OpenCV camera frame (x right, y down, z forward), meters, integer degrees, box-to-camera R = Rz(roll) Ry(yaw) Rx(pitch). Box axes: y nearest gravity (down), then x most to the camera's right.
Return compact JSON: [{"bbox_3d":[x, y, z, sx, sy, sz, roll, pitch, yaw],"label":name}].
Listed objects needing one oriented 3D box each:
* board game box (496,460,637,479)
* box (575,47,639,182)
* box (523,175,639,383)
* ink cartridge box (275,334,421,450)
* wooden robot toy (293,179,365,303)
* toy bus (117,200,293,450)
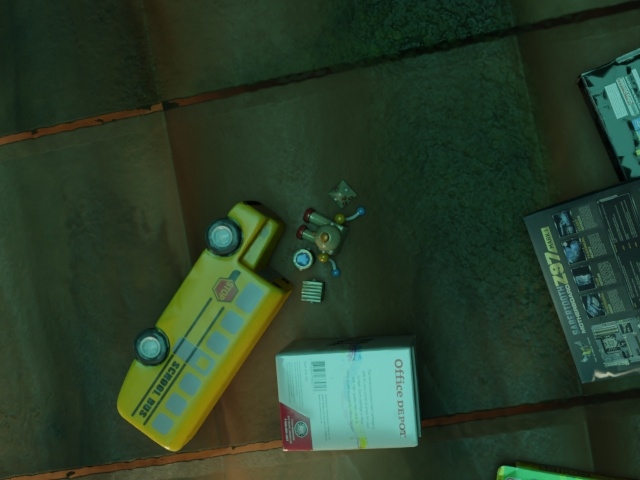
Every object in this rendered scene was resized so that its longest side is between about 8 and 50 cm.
[{"bbox_3d":[0.356,0.370,1.160,0.259,0.039,0.124,7,95,7],"label":"board game box"},{"bbox_3d":[0.504,-0.112,1.102,0.257,0.079,0.322,-24,88,12],"label":"box"},{"bbox_3d":[0.374,0.049,1.091,0.183,0.059,0.233,-21,87,44],"label":"box"},{"bbox_3d":[0.042,0.197,1.162,0.176,0.127,0.128,-3,91,10],"label":"ink cartridge box"},{"bbox_3d":[0.000,0.000,1.189,0.076,0.079,0.173,23,95,8],"label":"wooden robot toy"},{"bbox_3d":[-0.148,0.110,1.202,0.130,0.108,0.333,35,97,7],"label":"toy bus"}]
